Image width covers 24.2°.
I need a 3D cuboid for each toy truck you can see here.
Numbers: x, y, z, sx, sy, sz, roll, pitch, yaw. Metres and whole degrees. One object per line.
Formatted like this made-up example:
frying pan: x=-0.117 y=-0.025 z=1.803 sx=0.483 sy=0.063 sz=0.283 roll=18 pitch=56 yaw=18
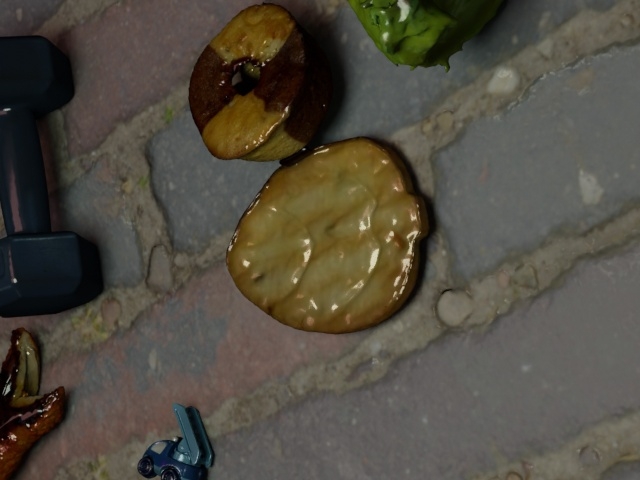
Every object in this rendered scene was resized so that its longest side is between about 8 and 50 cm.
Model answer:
toy truck: x=-0.154 y=0.228 z=1.647 sx=0.073 sy=0.056 sz=0.090 roll=18 pitch=85 yaw=33

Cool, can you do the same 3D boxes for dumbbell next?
dumbbell: x=-0.353 y=-0.075 z=1.759 sx=0.144 sy=0.160 sz=0.325 roll=-12 pitch=78 yaw=5

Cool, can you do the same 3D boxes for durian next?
durian: x=0.099 y=-0.334 z=1.407 sx=0.256 sy=0.204 sz=0.340 roll=-41 pitch=54 yaw=13

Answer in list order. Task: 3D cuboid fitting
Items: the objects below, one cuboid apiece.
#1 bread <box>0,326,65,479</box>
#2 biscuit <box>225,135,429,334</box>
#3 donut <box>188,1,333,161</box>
bread: x=-0.409 y=0.235 z=1.825 sx=0.269 sy=0.095 sz=0.139 roll=-40 pitch=66 yaw=13
biscuit: x=0.003 y=-0.001 z=1.547 sx=0.260 sy=0.041 sz=0.203 roll=-15 pitch=81 yaw=37
donut: x=-0.059 y=-0.157 z=1.557 sx=0.166 sy=0.073 sz=0.184 roll=-56 pitch=42 yaw=9
